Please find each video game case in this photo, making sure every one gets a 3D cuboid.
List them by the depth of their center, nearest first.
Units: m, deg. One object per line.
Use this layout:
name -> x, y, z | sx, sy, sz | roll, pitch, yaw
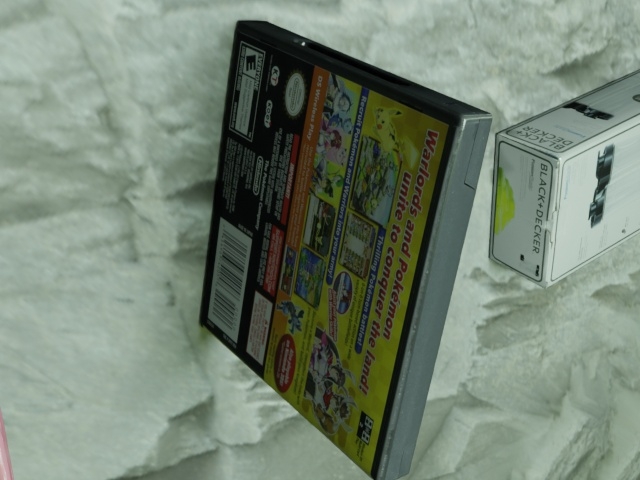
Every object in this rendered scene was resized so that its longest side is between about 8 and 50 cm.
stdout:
video game case -> 0.000, 0.000, 0.680 | 0.035, 0.248, 0.274 | -9, 119, -37

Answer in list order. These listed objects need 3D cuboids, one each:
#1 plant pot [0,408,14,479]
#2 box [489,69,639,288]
plant pot -> -0.287, 0.126, 0.551 | 0.180, 0.201, 0.201 | -12, 122, -19
box -> 0.328, -0.083, 1.049 | 0.290, 0.087, 0.169 | -26, 129, -30
